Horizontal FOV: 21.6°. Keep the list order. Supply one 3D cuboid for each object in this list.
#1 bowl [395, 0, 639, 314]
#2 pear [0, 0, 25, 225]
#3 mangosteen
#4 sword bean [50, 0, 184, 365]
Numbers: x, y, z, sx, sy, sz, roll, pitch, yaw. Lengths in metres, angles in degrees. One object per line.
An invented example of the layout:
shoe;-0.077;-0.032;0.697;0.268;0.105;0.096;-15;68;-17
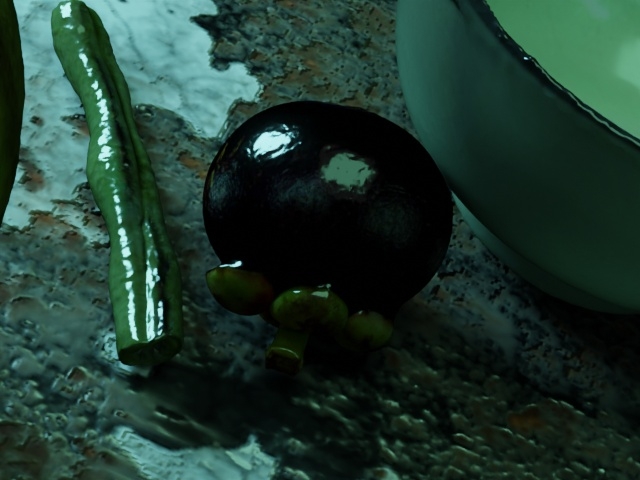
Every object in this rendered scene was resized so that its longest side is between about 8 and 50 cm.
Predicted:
bowl;0.190;-0.079;0.992;0.354;0.185;0.354;15;42;-14
pear;-0.308;-0.049;0.685;0.352;0.352;0.413;34;43;11
mangosteen;0.000;0.000;0.911;0.137;0.137;0.151;16;79;-7
sword bean;-0.117;-0.040;0.954;0.043;0.038;0.269;20;38;-40
